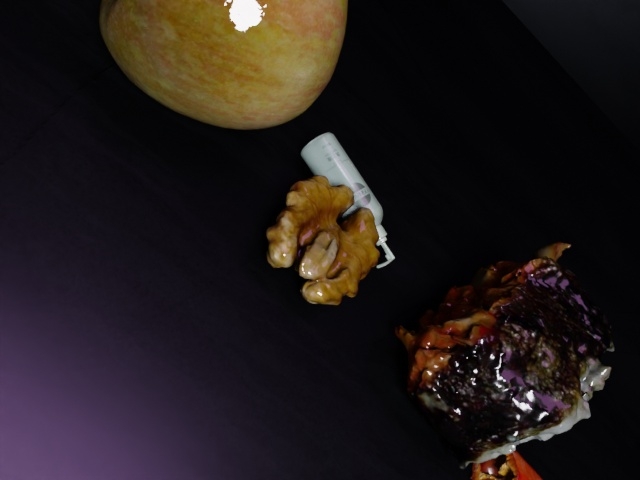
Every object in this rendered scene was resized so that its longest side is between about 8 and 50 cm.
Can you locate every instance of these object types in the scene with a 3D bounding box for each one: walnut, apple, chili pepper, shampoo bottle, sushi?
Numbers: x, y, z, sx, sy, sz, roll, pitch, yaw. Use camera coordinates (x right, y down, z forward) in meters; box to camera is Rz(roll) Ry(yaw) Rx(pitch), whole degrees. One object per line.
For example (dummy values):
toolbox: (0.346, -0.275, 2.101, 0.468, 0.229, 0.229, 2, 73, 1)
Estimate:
walnut: (0.000, 0.000, 0.609, 0.143, 0.069, 0.170, 48, 43, -7)
apple: (-0.106, -0.252, 0.550, 0.234, 0.257, 0.256, 2, 62, -36)
chili pepper: (0.263, 0.327, 0.628, 0.169, 0.065, 0.088, 42, 44, -17)
shampoo bottle: (0.047, -0.055, 0.698, 0.056, 0.056, 0.195, -29, 83, -48)
sushi: (0.253, 0.123, 0.658, 0.343, 0.197, 0.181, -28, 90, -48)
